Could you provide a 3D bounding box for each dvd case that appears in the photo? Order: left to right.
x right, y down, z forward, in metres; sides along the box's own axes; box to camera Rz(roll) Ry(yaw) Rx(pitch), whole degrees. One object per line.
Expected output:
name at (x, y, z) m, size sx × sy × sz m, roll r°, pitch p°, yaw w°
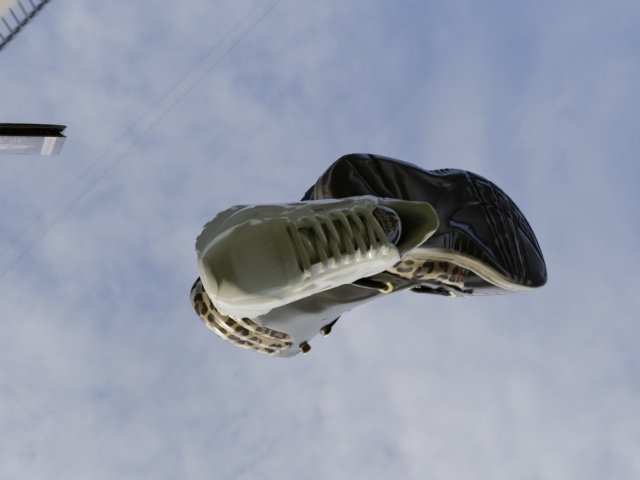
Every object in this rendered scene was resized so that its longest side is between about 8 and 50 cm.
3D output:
dvd case at (-0.399, -0.113, 1.034) m, size 0.221 × 0.164 × 0.018 m, roll 0°, pitch -92°, yaw -18°

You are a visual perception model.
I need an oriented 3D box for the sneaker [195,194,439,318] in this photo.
sneaker at (0.000, 0.000, 0.738) m, size 0.235 × 0.094 × 0.090 m, roll -17°, pitch -88°, yaw -52°

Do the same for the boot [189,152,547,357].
boot at (0.062, 0.036, 1.089) m, size 0.377 × 0.284 × 0.138 m, roll 9°, pitch -122°, yaw -45°
